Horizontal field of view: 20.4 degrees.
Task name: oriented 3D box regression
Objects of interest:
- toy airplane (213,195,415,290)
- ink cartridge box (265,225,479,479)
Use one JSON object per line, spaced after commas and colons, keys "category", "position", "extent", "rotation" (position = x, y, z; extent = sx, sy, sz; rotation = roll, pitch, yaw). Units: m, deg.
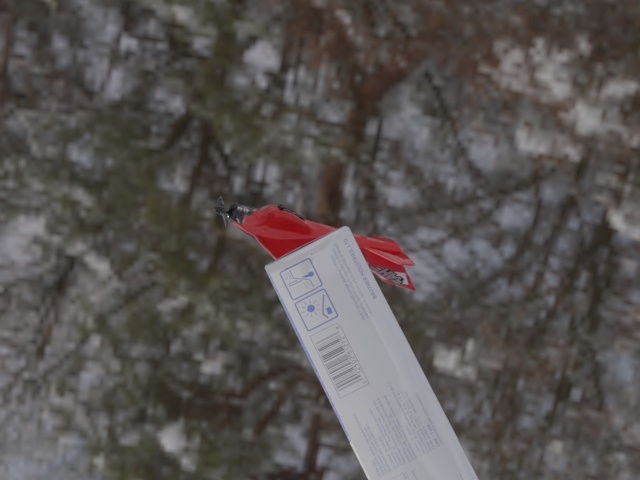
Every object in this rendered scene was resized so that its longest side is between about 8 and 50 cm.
{"category": "toy airplane", "position": [0.000, 0.000, 1.182], "extent": [0.151, 0.028, 0.151], "rotation": [20, -170, -4]}
{"category": "ink cartridge box", "position": [0.044, 0.103, 0.806], "extent": [0.046, 0.097, 0.207], "rotation": [-27, -114, 0]}
